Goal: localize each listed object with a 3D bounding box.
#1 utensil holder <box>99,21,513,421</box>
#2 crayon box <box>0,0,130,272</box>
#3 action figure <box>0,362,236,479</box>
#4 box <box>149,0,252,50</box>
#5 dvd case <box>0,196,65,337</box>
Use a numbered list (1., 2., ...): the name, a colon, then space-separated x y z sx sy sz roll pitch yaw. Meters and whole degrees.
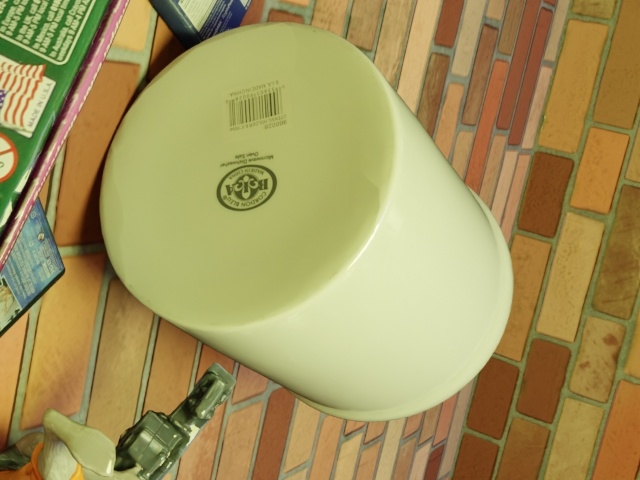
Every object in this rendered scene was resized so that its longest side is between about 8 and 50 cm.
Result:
1. utensil holder: 0.000 0.000 1.083 0.385 0.328 0.327 40 70 -61
2. crayon box: -0.207 -0.090 0.626 0.313 0.106 0.363 -19 -132 66
3. action figure: -0.233 0.192 0.859 0.341 0.178 0.330 -49 177 -17
4. box: -0.124 -0.283 0.980 0.136 0.036 0.225 -65 155 -16
5. dvd case: -0.313 0.040 0.825 0.253 0.022 0.180 -51 148 -37
